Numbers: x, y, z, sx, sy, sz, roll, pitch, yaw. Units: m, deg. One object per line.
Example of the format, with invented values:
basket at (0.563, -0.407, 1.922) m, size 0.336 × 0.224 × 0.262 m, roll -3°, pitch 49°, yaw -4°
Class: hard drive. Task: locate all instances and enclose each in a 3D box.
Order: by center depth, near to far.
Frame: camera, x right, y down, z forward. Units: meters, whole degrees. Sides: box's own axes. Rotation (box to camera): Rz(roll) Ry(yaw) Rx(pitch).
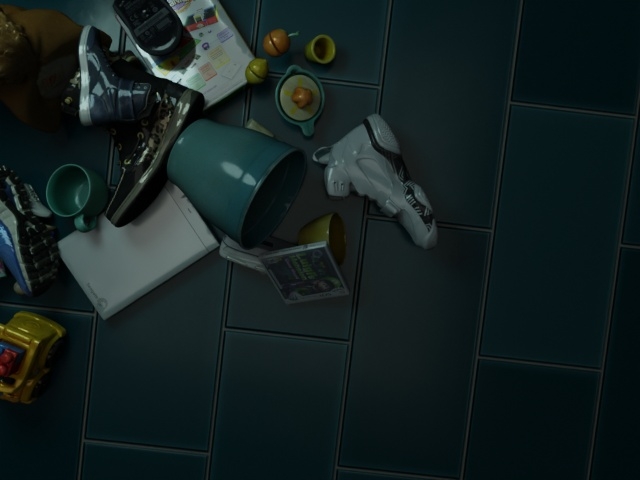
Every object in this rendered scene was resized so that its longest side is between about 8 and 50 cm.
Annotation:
hard drive at (-0.464, 0.011, 1.597) m, size 0.353 × 0.047 × 0.233 m, roll -33°, pitch 92°, yaw 1°

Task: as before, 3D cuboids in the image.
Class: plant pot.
plant pot at (-0.212, -0.158, 1.499) m, size 0.255 × 0.272 × 0.271 m, roll 31°, pitch 92°, yaw 13°
plant pot at (0.000, 0.000, 1.571) m, size 0.095 × 0.134 × 0.134 m, roll -4°, pitch 93°, yaw 21°

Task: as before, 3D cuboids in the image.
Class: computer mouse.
computer mouse at (-0.411, -0.551, 1.502) m, size 0.189 × 0.072 × 0.272 m, roll -31°, pitch 80°, yaw 3°

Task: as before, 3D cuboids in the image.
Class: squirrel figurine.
squirrel figurine at (-0.761, -0.466, 1.409) m, size 0.370 × 0.397 × 0.281 m, roll 35°, pitch 101°, yaw 9°

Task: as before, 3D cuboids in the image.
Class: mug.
mug at (-0.598, -0.103, 1.555) m, size 0.130 × 0.097 × 0.157 m, roll 12°, pitch 88°, yaw 18°

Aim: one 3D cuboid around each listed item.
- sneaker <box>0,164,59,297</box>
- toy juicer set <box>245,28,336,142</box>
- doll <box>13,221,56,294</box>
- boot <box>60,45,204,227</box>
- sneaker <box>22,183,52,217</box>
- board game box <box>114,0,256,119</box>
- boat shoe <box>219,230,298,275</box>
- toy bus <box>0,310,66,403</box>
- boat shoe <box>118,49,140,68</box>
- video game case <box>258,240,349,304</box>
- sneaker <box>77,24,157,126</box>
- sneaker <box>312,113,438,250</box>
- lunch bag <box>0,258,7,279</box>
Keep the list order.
sneaker at (-0.760, -0.012, 1.526) m, size 0.147 × 0.130 × 0.329 m, roll -23°, pitch 92°, yaw 20°
toy juicer set at (-0.085, -0.356, 1.528) m, size 0.209 × 0.089 × 0.328 m, roll 10°, pitch 94°, yaw -29°
doll at (-0.738, 0.045, 1.595) m, size 0.129 × 0.046 × 0.188 m, roll 16°, pitch 89°, yaw 0°
boot at (-0.483, -0.251, 1.495) m, size 0.284 × 0.138 × 0.377 m, roll 31°, pitch 96°, yaw 0°
sneaker at (-0.744, -0.108, 1.586) m, size 0.152 × 0.054 × 0.061 m, roll 31°, pitch 89°, yaw -1°
board game box at (-0.321, -0.485, 1.568) m, size 0.242 × 0.064 × 0.316 m, roll -32°, pitch 92°, yaw 1°
boat shoe at (-0.130, 0.046, 1.591) m, size 0.258 × 0.095 × 0.084 m, roll 23°, pitch 122°, yaw -6°
toy bus at (-0.749, 0.304, 1.526) m, size 0.150 × 0.211 × 0.220 m, roll 23°, pitch 94°, yaw -3°
boat shoe at (-0.520, -0.419, 1.579) m, size 0.152 × 0.056 × 0.049 m, roll -34°, pitch 66°, yaw 9°
video game case at (-0.037, 0.084, 1.538) m, size 0.173 × 0.022 × 0.190 m, roll -11°, pitch 134°, yaw 15°
sneaker at (-0.448, -0.367, 1.392) m, size 0.164 × 0.086 × 0.226 m, roll -3°, pitch 86°, yaw -3°
sneaker at (0.135, -0.113, 1.557) m, size 0.210 × 0.137 × 0.365 m, roll -26°, pitch 87°, yaw 1°
lunch bag at (-0.935, 0.033, 1.542) m, size 0.262 × 0.160 × 0.223 m, roll -20°, pitch 88°, yaw -14°
